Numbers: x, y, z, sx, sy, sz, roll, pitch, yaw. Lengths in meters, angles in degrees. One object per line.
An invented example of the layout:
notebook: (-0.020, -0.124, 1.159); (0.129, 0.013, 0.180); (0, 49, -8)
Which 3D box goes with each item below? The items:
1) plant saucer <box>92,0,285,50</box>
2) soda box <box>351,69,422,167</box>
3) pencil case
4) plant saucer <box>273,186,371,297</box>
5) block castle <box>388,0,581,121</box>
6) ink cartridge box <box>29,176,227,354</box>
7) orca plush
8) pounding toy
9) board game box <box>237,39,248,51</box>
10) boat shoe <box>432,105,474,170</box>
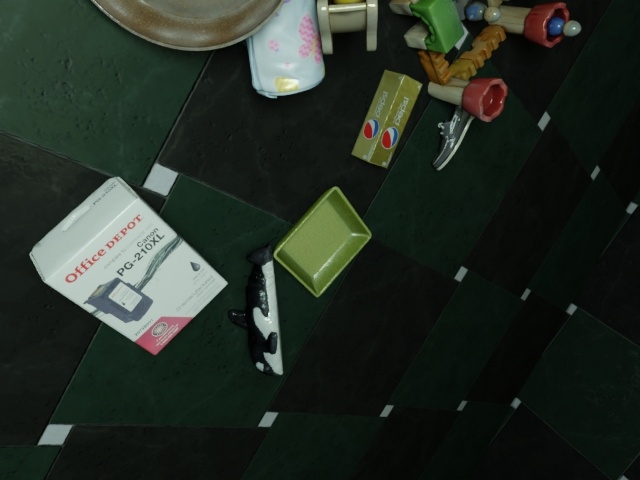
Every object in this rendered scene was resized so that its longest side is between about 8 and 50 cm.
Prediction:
plant saucer: (-0.164, -0.382, 0.567); (0.311, 0.050, 0.310); (4, 127, 5)
soda box: (0.133, -0.244, 1.002); (0.061, 0.058, 0.181); (9, 108, -43)
pencil case: (-0.067, -0.344, 0.691); (0.124, 0.114, 0.273); (-45, 139, -34)
plant saucer: (0.000, 0.000, 1.044); (0.188, 0.045, 0.188); (-48, 136, -7)
block castle: (0.300, -0.473, 0.897); (0.303, 0.213, 0.453); (-49, 136, -6)
ink cartridge box: (-0.291, 0.045, 0.782); (0.172, 0.100, 0.237); (-46, 136, -10)
orca plush: (-0.136, 0.147, 0.980); (0.102, 0.151, 0.287); (-4, 126, -3)
pounding toy: (0.070, -0.396, 0.707); (0.155, 0.269, 0.154); (-3, 147, 5)
board game box: (-0.075, -0.382, 0.765); (0.126, 0.026, 0.186); (28, 95, -46)
boat shoe: (0.305, -0.264, 1.152); (0.065, 0.075, 0.206); (26, 106, -3)
